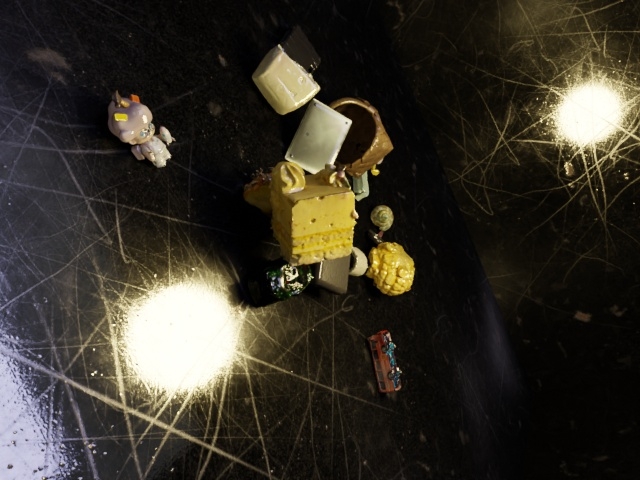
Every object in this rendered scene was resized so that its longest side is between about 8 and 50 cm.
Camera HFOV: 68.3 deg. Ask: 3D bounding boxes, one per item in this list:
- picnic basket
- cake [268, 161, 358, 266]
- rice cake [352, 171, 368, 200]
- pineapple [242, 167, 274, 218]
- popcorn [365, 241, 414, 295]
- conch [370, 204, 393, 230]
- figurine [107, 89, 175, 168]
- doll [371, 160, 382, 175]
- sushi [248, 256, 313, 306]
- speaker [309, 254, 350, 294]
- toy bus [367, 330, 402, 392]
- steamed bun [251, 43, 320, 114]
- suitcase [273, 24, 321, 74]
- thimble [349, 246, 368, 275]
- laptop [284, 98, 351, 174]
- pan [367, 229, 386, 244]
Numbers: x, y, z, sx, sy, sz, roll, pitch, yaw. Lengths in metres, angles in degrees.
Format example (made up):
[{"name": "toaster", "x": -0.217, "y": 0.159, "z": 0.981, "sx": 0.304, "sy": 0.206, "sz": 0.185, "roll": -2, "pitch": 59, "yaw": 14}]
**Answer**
[{"name": "picnic basket", "x": 0.106, "y": -0.472, "z": 2.005, "sx": 0.337, "sy": 0.293, "sz": 0.337, "roll": 39, "pitch": 25, "yaw": -22}, {"name": "cake", "x": -0.032, "y": -0.103, "z": 1.455, "sx": 0.227, "sy": 0.222, "sz": 0.286, "roll": -11, "pitch": 122, "yaw": -23}, {"name": "rice cake", "x": 0.188, "y": -0.341, "z": 2.258, "sx": 0.062, "sy": 0.066, "sz": 0.337, "roll": 27, "pitch": 52, "yaw": -37}, {"name": "pineapple", "x": -0.155, "y": -0.156, "z": 1.600, "sx": 0.236, "sy": 0.114, "sz": 0.186, "roll": -12, "pitch": 83, "yaw": -61}, {"name": "popcorn", "x": 0.300, "y": 0.119, "z": 2.046, "sx": 0.250, "sy": 0.190, "sz": 0.250, "roll": 37, "pitch": 21, "yaw": -17}, {"name": "conch", "x": 0.302, "y": -0.113, "z": 2.273, "sx": 0.173, "sy": 0.105, "sz": 0.116, "roll": 37, "pitch": 49, "yaw": -53}, {"name": "figurine", "x": -0.466, "y": -0.285, "z": 1.209, "sx": 0.229, "sy": 0.111, "sz": 0.138, "roll": 59, "pitch": 39, "yaw": -41}, {"name": "doll", "x": 0.268, "y": -0.512, "z": 2.451, "sx": 0.160, "sy": 0.094, "sz": 0.366, "roll": 28, "pitch": 48, "yaw": -34}, {"name": "sushi", "x": -0.120, "y": 0.119, "z": 1.485, "sx": 0.225, "sy": 0.127, "sz": 0.124, "roll": -29, "pitch": 99, "yaw": -57}, {"name": "speaker", "x": 0.000, "y": 0.000, "z": 1.743, "sx": 0.180, "sy": 0.184, "sz": 0.389, "roll": 29, "pitch": 61, "yaw": -44}, {"name": "toy bus", "x": 0.255, "y": 0.481, "z": 1.878, "sx": 0.073, "sy": 0.096, "sz": 0.235, "roll": 0, "pitch": 73, "yaw": -55}, {"name": "steamed bun", "x": -0.145, "y": -0.616, "z": 1.812, "sx": 0.226, "sy": 0.200, "sz": 0.170, "roll": 51, "pitch": -3, "yaw": -24}, {"name": "suitcase", "x": -0.101, "y": -0.810, "z": 2.082, "sx": 0.206, "sy": 0.066, "sz": 0.286, "roll": 51, "pitch": 37, "yaw": -28}, {"name": "thimble", "x": 0.128, "y": 0.084, "z": 1.898, "sx": 0.090, "sy": 0.102, "sz": 0.115, "roll": 18, "pitch": 65, "yaw": -52}, {"name": "laptop", "x": -0.006, "y": -0.395, "z": 1.847, "sx": 0.187, "sy": 0.015, "sz": 0.269, "roll": 26, "pitch": 83, "yaw": -15}, {"name": "pan", "x": 0.271, "y": -0.015, "z": 2.220, "sx": 0.114, "sy": 0.040, "sz": 0.212, "roll": 39, "pitch": 17, "yaw": 0}]
